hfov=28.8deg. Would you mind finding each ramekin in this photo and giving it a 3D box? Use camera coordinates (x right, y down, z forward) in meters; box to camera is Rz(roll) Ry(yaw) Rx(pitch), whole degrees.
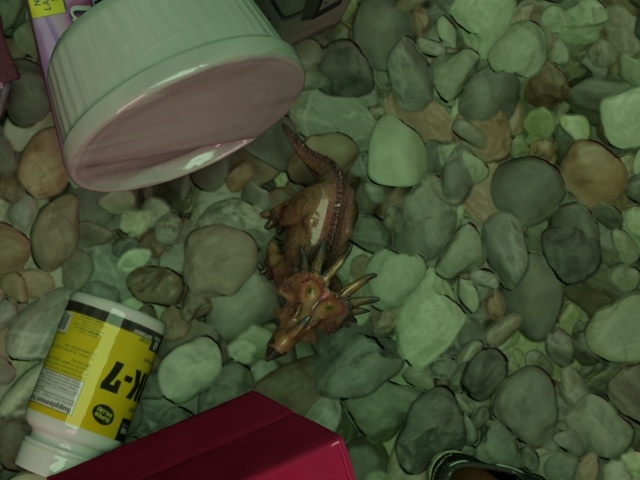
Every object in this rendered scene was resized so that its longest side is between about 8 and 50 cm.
[{"bbox_3d":[-0.162,-0.170,1.317,0.273,0.273,0.127,-24,76,-11],"label":"ramekin"}]

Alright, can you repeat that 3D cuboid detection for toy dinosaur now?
[{"bbox_3d":[0.000,0.000,1.461,0.127,0.200,0.295,4,81,-8],"label":"toy dinosaur"}]

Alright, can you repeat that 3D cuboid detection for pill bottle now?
[{"bbox_3d":[-0.267,0.174,1.438,0.119,0.119,0.208,21,80,-5],"label":"pill bottle"}]

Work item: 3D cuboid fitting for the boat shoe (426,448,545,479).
[{"bbox_3d":[0.244,0.324,1.517,0.233,0.079,0.084,24,78,-6],"label":"boat shoe"}]

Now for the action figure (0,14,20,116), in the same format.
[{"bbox_3d":[-0.455,-0.228,1.386,0.248,0.275,0.370,24,47,-13],"label":"action figure"}]

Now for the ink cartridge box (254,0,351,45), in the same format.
[{"bbox_3d":[-0.043,-0.361,1.466,0.115,0.273,0.198,-28,87,-11],"label":"ink cartridge box"}]

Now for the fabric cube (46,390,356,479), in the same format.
[{"bbox_3d":[-0.107,0.341,1.323,0.258,0.259,0.254,-21,103,-22],"label":"fabric cube"}]

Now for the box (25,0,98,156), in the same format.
[{"bbox_3d":[-0.214,-0.222,1.501,0.243,0.117,0.213,-13,84,-10],"label":"box"}]

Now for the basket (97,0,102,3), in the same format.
[{"bbox_3d":[-0.186,-0.326,1.344,0.204,0.227,0.154,-36,87,-12],"label":"basket"}]
